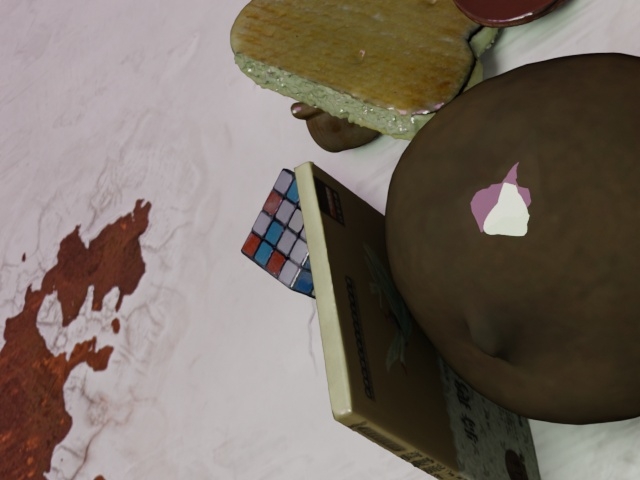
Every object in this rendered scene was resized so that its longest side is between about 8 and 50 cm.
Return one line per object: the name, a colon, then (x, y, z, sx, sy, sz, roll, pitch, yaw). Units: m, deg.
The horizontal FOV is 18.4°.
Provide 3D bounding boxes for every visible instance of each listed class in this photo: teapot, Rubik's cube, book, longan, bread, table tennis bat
teapot: (0.019, -0.143, 1.879, 0.080, 0.085, 0.110, -14, 66, 45)
Rubik's cube: (0.000, 0.000, 1.835, 0.092, 0.092, 0.092, 36, 101, 48)
book: (0.083, 0.089, 1.546, 0.021, 0.310, 0.217, -24, 56, 24)
longan: (0.191, -0.005, 1.480, 0.297, 0.297, 0.297, -21, 59, 41)
bread: (0.059, -0.199, 1.839, 0.286, 0.056, 0.207, 29, 69, 38)
table tennis bat: (0.169, -0.275, 1.796, 0.130, 0.019, 0.220, -22, 48, 12)
